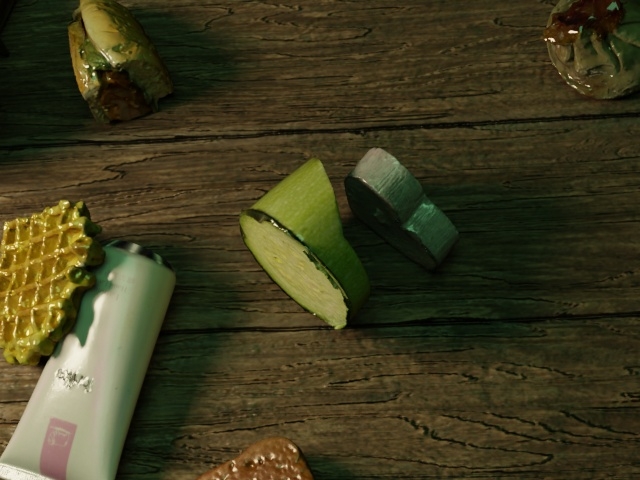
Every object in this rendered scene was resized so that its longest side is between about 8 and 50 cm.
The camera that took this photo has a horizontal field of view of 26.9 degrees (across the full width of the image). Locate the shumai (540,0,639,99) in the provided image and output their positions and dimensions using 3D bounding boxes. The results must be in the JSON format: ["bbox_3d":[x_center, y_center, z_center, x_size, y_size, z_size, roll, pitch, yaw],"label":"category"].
[{"bbox_3d":[0.417,-0.315,1.949,0.201,0.120,0.201,-4,67,9],"label":"shumai"}]

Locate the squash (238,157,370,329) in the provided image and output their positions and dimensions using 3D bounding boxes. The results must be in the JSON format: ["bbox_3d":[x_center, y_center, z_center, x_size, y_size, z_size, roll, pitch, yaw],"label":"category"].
[{"bbox_3d":[0.000,0.013,1.825,0.133,0.220,0.220,-35,68,-19],"label":"squash"}]

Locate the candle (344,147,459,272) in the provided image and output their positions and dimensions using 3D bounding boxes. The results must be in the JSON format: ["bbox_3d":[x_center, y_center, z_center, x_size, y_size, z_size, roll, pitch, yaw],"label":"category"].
[{"bbox_3d":[0.101,-0.046,1.871,0.068,0.192,0.168,-46,27,-13],"label":"candle"}]

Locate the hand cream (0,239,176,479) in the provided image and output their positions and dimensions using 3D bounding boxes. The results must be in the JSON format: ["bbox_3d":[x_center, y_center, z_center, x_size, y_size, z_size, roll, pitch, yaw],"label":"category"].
[{"bbox_3d":[-0.312,0.180,1.846,0.185,0.118,0.359,15,76,19],"label":"hand cream"}]

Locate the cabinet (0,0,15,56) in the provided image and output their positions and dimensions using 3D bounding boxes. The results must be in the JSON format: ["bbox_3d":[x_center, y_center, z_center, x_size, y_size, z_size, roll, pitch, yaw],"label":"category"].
[{"bbox_3d":[-0.571,-0.420,2.089,0.215,0.148,0.175,17,71,12],"label":"cabinet"}]

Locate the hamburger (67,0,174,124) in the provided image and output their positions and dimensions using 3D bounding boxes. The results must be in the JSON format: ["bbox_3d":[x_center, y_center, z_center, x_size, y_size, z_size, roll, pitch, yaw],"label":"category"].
[{"bbox_3d":[-0.311,-0.300,2.018,0.135,0.155,0.208,-15,60,-4],"label":"hamburger"}]

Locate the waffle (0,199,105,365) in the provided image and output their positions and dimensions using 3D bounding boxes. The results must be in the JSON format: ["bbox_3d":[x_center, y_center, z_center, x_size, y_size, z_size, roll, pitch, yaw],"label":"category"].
[{"bbox_3d":[-0.378,0.058,1.861,0.219,0.057,0.229,-18,60,43],"label":"waffle"}]

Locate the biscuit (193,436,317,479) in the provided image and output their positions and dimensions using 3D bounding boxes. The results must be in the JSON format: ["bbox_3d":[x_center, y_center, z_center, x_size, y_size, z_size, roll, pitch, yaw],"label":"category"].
[{"bbox_3d":[-0.100,0.412,1.728,0.277,0.052,0.262,-34,52,-3],"label":"biscuit"}]
